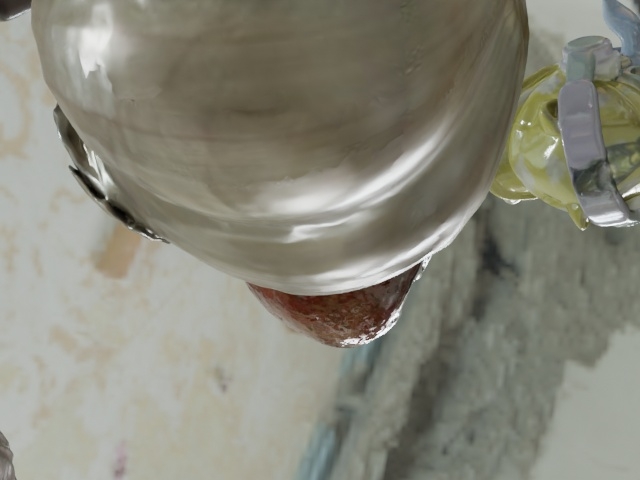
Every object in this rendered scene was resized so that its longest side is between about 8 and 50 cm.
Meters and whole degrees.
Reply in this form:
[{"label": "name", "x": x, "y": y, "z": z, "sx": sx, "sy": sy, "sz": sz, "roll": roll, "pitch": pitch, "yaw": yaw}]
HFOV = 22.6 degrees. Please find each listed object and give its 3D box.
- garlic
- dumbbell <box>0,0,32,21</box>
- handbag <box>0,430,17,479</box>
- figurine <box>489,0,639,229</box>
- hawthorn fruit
[{"label": "garlic", "x": -0.014, "y": -0.091, "z": 0.479, "sx": 0.228, "sy": 0.152, "sz": 0.228, "roll": 2, "pitch": -90, "yaw": -78}, {"label": "dumbbell", "x": -0.273, "y": -0.274, "z": 1.159, "sx": 0.124, "sy": 0.140, "sz": 0.225, "roll": -63, "pitch": -39, "yaw": -28}, {"label": "handbag", "x": -0.288, "y": 0.198, "z": 1.148, "sx": 0.225, "sy": 0.146, "sz": 0.135, "roll": 93, "pitch": 157, "yaw": -74}, {"label": "figurine", "x": 0.157, "y": -0.070, "z": 1.011, "sx": 0.128, "sy": 0.208, "sz": 0.184, "roll": 69, "pitch": -155, "yaw": -15}, {"label": "hawthorn fruit", "x": 0.000, "y": 0.000, "z": 1.400, "sx": 0.169, "sy": 0.188, "sz": 0.169, "roll": -156, "pitch": 90, "yaw": -82}]
